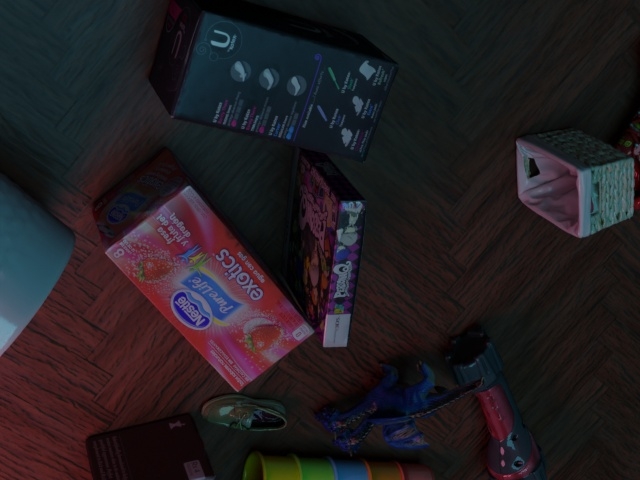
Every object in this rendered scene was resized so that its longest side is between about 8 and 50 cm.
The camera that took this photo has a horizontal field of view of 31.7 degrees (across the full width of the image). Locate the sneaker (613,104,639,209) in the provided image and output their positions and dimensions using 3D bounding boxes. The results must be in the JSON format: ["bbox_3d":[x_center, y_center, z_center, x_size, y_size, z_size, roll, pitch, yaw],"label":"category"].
[{"bbox_3d":[0.508,-0.166,1.724,0.118,0.107,0.279,-12,115,-4],"label":"sneaker"}]

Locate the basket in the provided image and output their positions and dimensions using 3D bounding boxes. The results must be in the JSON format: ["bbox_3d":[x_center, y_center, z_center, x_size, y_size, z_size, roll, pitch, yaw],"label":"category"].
[{"bbox_3d":[0.379,-0.092,1.675,0.103,0.167,0.113,-17,119,-19],"label":"basket"}]

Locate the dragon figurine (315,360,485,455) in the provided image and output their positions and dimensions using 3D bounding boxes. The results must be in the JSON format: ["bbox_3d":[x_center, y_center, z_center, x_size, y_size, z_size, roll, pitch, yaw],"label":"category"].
[{"bbox_3d":[0.128,0.265,1.726,0.085,0.289,0.144,54,51,-33],"label":"dragon figurine"}]

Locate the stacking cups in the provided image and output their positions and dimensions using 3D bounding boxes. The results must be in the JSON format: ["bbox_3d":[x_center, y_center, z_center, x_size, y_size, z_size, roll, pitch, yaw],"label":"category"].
[{"bbox_3d":[0.034,0.397,1.818,0.316,0.096,0.096,9,110,-26],"label":"stacking cups"}]

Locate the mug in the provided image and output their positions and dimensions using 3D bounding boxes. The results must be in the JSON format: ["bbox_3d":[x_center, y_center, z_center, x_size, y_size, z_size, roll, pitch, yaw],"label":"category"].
[{"bbox_3d":[-0.538,0.017,1.353,0.328,0.276,0.374,42,125,-21],"label":"mug"}]

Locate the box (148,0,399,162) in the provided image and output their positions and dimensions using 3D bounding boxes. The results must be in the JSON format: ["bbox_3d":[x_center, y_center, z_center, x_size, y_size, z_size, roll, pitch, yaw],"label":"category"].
[{"bbox_3d":[-0.063,-0.216,1.452,0.270,0.165,0.143,11,110,-24],"label":"box"}]

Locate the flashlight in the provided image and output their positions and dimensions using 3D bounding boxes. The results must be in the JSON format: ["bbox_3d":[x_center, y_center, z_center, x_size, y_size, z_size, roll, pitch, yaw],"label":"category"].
[{"bbox_3d":[0.286,0.291,1.852,0.103,0.103,0.304,-29,121,-2],"label":"flashlight"}]

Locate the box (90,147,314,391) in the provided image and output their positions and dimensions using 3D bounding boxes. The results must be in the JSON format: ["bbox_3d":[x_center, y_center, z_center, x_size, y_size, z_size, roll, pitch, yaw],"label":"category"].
[{"bbox_3d":[-0.161,0.040,1.545,0.142,0.154,0.300,-38,122,1],"label":"box"}]

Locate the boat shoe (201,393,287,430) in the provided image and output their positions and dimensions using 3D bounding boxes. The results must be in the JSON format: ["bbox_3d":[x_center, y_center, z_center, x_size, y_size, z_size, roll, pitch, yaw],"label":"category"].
[{"bbox_3d":[-0.114,0.267,1.727,0.135,0.045,0.050,3,112,-21],"label":"boat shoe"}]

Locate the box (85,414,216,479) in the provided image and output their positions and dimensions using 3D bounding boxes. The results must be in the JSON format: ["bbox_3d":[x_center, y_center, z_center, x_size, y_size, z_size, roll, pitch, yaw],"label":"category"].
[{"bbox_3d":[-0.243,0.400,1.670,0.167,0.168,0.203,-11,116,-14],"label":"box"}]

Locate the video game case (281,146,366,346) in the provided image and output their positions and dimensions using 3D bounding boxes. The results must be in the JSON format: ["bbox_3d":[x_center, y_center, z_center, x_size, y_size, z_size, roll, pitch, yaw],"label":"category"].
[{"bbox_3d":[0.000,0.000,1.538,0.042,0.232,0.210,-1,114,-17],"label":"video game case"}]
